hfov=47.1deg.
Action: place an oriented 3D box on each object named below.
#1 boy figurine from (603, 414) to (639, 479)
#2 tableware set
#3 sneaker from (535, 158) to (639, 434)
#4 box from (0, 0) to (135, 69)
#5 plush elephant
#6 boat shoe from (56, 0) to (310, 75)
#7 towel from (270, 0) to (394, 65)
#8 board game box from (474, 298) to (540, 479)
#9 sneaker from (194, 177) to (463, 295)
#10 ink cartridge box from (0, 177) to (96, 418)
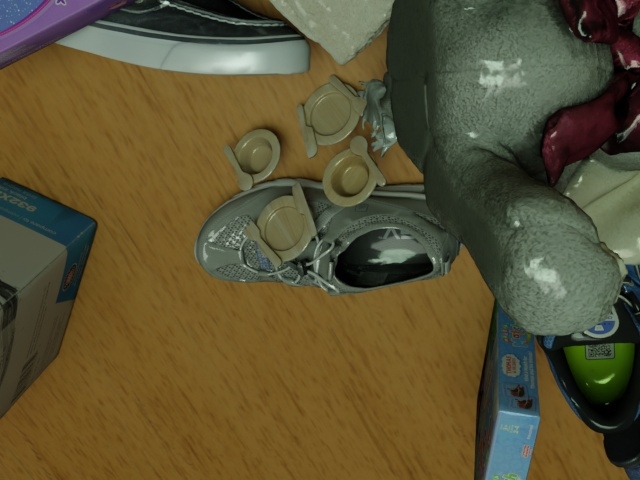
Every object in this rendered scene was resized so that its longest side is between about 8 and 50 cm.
[{"bbox_3d":[0.430,0.289,0.782,0.177,0.092,0.285,-36,105,25],"label":"boy figurine"},{"bbox_3d":[-0.015,-0.067,0.688,0.168,0.020,0.141,-34,63,18],"label":"tableware set"},{"bbox_3d":[0.246,0.024,0.653,0.130,0.147,0.330,-12,107,17],"label":"sneaker"},{"bbox_3d":[-0.233,-0.258,0.558,0.293,0.057,0.201,-16,102,24],"label":"box"},{"bbox_3d":[0.185,-0.105,0.490,0.255,0.330,0.272,-5,96,-10],"label":"plush elephant"},{"bbox_3d":[-0.142,-0.209,0.634,0.301,0.108,0.102,19,113,26],"label":"boat shoe"},{"bbox_3d":[0.042,-0.275,0.511,0.187,0.049,0.282,44,126,-10],"label":"towel"},{"bbox_3d":[0.175,0.160,0.704,0.039,0.211,0.160,7,117,9],"label":"board game box"},{"bbox_3d":[0.000,0.000,0.717,0.281,0.115,0.105,-7,114,16],"label":"sneaker"},{"bbox_3d":[-0.377,0.105,0.745,0.129,0.307,0.223,26,119,-2],"label":"ink cartridge box"}]
